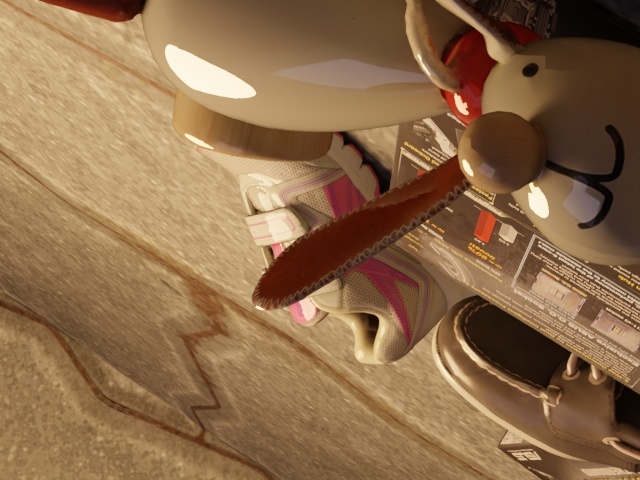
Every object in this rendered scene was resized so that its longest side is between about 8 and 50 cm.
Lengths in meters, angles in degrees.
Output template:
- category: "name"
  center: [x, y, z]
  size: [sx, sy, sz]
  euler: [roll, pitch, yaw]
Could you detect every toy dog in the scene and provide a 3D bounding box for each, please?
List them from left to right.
- category: "toy dog"
  center: [-0.007, -0.085, 0.522]
  size: [0.161, 0.220, 0.334]
  euler: [-5, -178, -29]

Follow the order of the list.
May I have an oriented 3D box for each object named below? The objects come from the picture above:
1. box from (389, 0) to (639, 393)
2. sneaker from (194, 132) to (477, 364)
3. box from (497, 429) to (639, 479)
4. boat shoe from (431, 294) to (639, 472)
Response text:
- category: "box"
  center: [0.185, 0.006, 0.695]
  size: [0.307, 0.076, 0.242]
  euler: [32, 162, 12]
- category: "sneaker"
  center: [0.000, 0.000, 0.952]
  size: [0.252, 0.111, 0.103]
  euler: [40, 162, -13]
- category: "box"
  center: [0.269, 0.194, 1.055]
  size: [0.183, 0.056, 0.231]
  euler: [38, 162, -6]
- category: "boat shoe"
  center: [0.237, 0.107, 0.835]
  size: [0.335, 0.112, 0.095]
  euler: [27, 144, 8]
